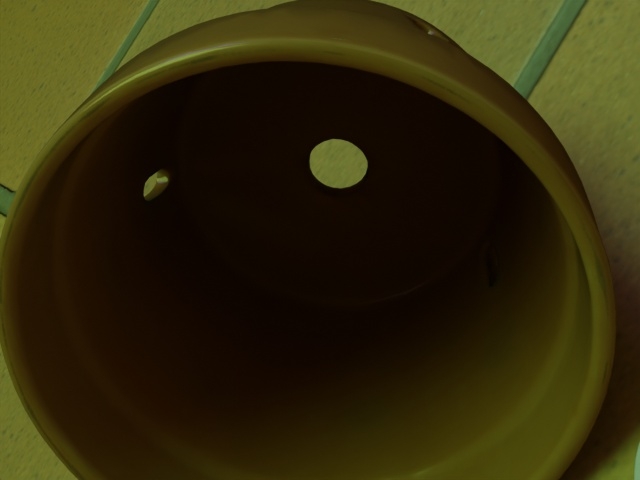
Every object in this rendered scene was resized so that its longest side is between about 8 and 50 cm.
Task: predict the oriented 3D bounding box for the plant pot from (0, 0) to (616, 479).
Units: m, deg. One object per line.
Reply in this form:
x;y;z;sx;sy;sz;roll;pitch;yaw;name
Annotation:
0.000;0.000;0.748;0.291;0.291;0.203;-42;16;23;plant pot

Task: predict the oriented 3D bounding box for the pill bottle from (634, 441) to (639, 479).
0.178;0.101;0.482;0.086;0.152;0.086;-36;35;30;pill bottle
